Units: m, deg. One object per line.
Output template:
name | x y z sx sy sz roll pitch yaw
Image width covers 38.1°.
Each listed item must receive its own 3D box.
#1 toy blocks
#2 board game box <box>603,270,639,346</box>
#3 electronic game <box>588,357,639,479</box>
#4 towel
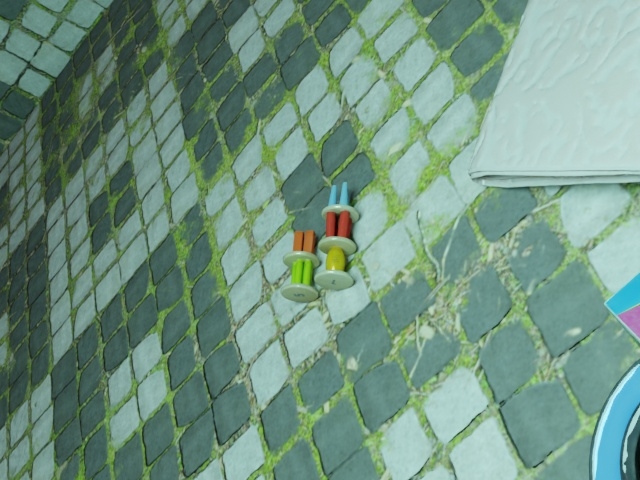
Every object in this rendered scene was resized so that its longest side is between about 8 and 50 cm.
toy blocks | 0.000 0.000 1.278 0.123 0.054 0.148 -22 51 42
board game box | 0.386 0.082 0.652 0.224 0.097 0.303 -44 39 8
electronic game | 0.322 0.179 0.758 0.229 0.048 0.229 -30 47 37
towel | 0.310 -0.212 0.990 0.317 0.053 0.332 9 75 63
